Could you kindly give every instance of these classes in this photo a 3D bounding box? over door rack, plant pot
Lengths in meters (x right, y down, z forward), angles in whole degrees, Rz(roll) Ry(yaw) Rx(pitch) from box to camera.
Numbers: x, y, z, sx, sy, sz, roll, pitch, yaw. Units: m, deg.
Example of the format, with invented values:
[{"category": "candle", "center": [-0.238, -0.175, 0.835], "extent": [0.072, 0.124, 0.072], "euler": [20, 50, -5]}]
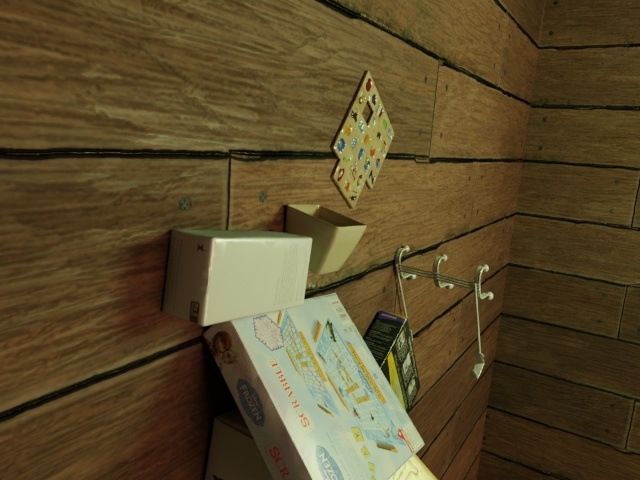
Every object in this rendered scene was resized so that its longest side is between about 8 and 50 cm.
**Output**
[{"category": "over door rack", "center": [0.323, 0.177, 1.353], "extent": [0.108, 0.239, 0.324], "euler": [-35, 128, -43]}, {"category": "plant pot", "center": [0.000, 0.000, 0.895], "extent": [0.109, 0.109, 0.096], "euler": [-6, 117, -58]}]

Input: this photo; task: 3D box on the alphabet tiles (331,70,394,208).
[{"category": "alphabet tiles", "center": [0.089, -0.195, 1.068], "extent": [0.237, 0.009, 0.198], "euler": [-66, 147, -20]}]

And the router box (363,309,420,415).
[{"category": "router box", "center": [0.158, 0.370, 1.290], "extent": [0.243, 0.081, 0.309], "euler": [-52, 140, -37]}]

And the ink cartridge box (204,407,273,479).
[{"category": "ink cartridge box", "center": [-0.085, 0.433, 0.858], "extent": [0.226, 0.131, 0.306], "euler": [4, 95, -59]}]

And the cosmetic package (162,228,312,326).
[{"category": "cosmetic package", "center": [-0.111, 0.045, 0.741], "extent": [0.231, 0.085, 0.117], "euler": [2, 97, -57]}]

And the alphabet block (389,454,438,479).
[{"category": "alphabet block", "center": [0.089, 0.511, 1.038], "extent": [0.192, 0.197, 0.193], "euler": [-49, 168, 35]}]

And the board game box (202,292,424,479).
[{"category": "board game box", "center": [0.005, 0.247, 0.820], "extent": [0.318, 0.066, 0.319], "euler": [1, 54, -59]}]
